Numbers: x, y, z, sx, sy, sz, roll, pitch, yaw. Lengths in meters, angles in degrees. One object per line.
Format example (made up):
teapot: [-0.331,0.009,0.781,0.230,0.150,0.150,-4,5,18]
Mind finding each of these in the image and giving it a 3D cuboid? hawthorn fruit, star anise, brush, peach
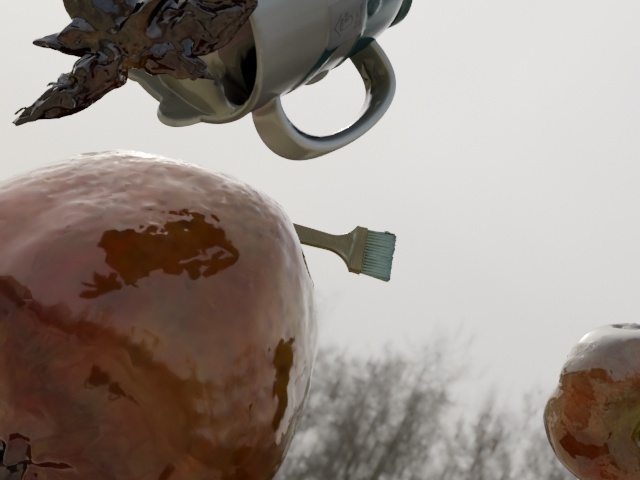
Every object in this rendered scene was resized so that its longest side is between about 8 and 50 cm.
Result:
hawthorn fruit: [-0.219,0.117,1.338,0.472,0.471,0.472,25,-17,8]
star anise: [-0.156,-0.182,1.002,0.213,0.157,0.053,-15,-14,0]
brush: [0.000,0.000,1.790,0.218,0.082,0.010,13,-33,-1]
peach: [0.396,0.207,1.510,0.236,0.214,0.214,19,-18,11]

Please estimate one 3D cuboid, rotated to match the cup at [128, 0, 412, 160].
cup: [-0.040,-0.219,1.171,0.219,0.258,0.289,-20,-80,54]
